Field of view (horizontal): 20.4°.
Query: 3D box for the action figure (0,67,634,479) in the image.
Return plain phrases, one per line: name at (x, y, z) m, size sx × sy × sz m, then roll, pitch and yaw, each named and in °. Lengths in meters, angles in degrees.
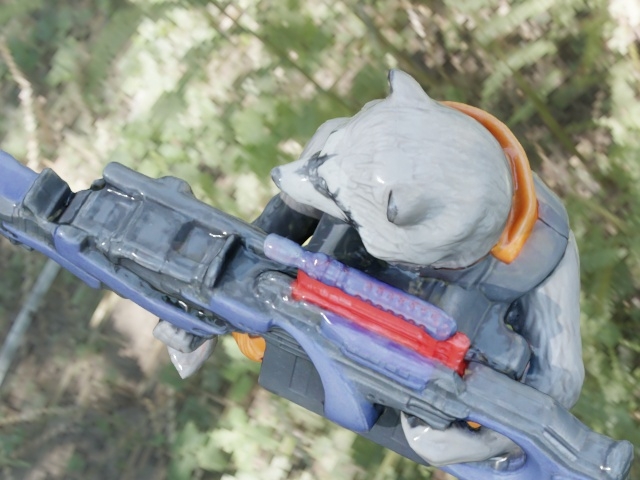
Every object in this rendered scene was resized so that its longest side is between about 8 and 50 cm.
action figure at (0.000, 0.000, 0.870) m, size 0.341 × 0.330 × 0.178 m, roll 28°, pitch 71°, yaw 0°
